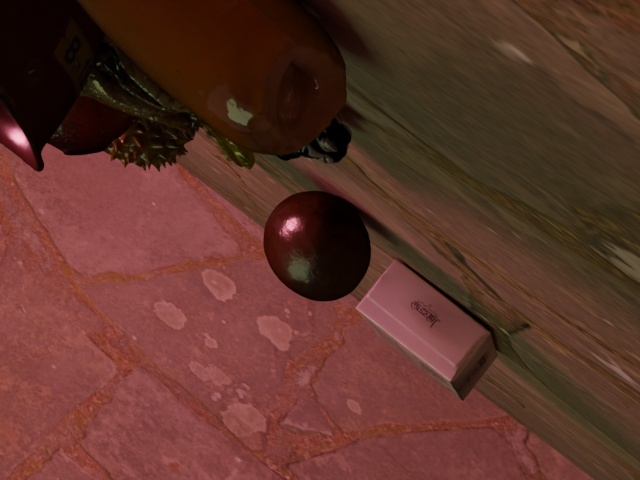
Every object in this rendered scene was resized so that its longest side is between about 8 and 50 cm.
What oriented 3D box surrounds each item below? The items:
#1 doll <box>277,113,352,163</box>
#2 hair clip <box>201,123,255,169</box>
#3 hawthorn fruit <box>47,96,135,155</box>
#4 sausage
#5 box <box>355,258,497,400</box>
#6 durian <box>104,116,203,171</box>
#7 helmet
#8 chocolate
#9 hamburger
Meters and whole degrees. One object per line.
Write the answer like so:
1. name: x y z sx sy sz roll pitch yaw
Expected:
1. doll: -0.026 -0.118 1.251 0.091 0.067 0.219 43 168 -19
2. hair clip: -0.159 -0.168 1.897 0.173 0.046 0.072 43 176 -35
3. hawthorn fruit: -0.378 -0.259 1.825 0.230 0.210 0.266 41 145 37
4. sausage: -0.125 -0.195 0.996 0.354 0.116 0.134 40 -173 33
5. box: 0.178 0.151 2.016 0.194 0.111 0.260 38 178 16
6. durian: -0.315 -0.217 2.039 0.260 0.186 0.154 26 -174 -20
7. helmet: -0.329 -0.261 1.159 0.337 0.230 0.385 37 168 8
8. chocolate: 0.000 0.000 1.776 0.177 0.177 0.177 38 176 4
9. hamburger: -0.221 -0.218 1.582 0.206 0.130 0.183 20 -175 -24
